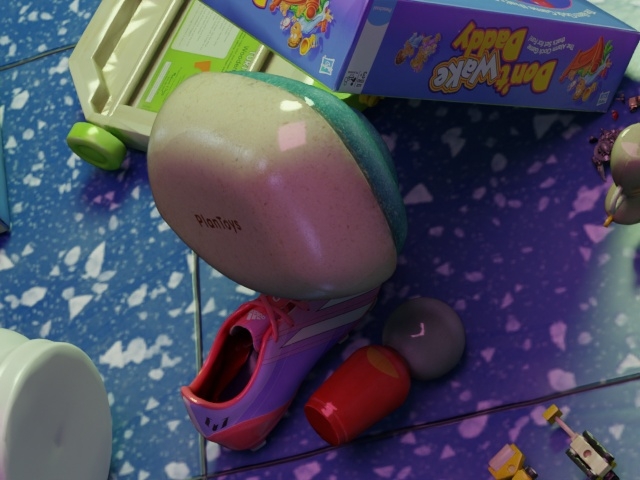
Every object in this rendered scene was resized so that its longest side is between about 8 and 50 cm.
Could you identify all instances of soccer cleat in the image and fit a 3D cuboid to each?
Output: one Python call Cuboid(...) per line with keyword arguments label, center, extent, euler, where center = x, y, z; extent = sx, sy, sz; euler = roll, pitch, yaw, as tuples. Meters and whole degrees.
Cuboid(label="soccer cleat", center=(-0.025, 0.060, 1.492), extent=(0.083, 0.095, 0.248), euler=(26, 74, 34))

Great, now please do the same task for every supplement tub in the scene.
Cuboid(label="supplement tub", center=(-0.331, 0.166, 1.505), extent=(0.272, 0.191, 0.191), euler=(0, 61, 24))

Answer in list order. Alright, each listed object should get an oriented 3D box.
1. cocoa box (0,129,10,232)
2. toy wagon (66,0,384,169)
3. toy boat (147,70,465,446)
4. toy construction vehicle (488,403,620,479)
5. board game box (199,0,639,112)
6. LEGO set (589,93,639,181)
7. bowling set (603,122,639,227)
Cuboid(label="cocoa box", center=(-0.501, -0.093, 1.714), extent=(0.347, 0.228, 0.231), euler=(-20, 55, 12))
Cuboid(label="toy wagon", center=(-0.071, -0.165, 1.668), extent=(0.344, 0.068, 0.267), euler=(15, 68, 30))
Cuboid(label="toy boat", center=(0.000, 0.000, 1.386), extent=(0.148, 0.318, 0.267), euler=(-38, 27, -23))
Cuboid(label="toy construction vehicle", center=(0.181, 0.181, 1.370), extent=(0.086, 0.035, 0.098), euler=(-49, 51, 4))
Cuboid(label="board game box", center=(0.064, -0.195, 1.461), extent=(0.233, 0.347, 0.078), euler=(38, 115, 36))
Cuboid(label="LEGO set", center=(0.247, -0.090, 1.505), extent=(0.054, 0.023, 0.083), euler=(-4, 60, 22))
Cuboid(label="bowling set", center=(0.357, -0.097, 1.411), extent=(0.200, 0.154, 0.287), euler=(31, 75, 16))
